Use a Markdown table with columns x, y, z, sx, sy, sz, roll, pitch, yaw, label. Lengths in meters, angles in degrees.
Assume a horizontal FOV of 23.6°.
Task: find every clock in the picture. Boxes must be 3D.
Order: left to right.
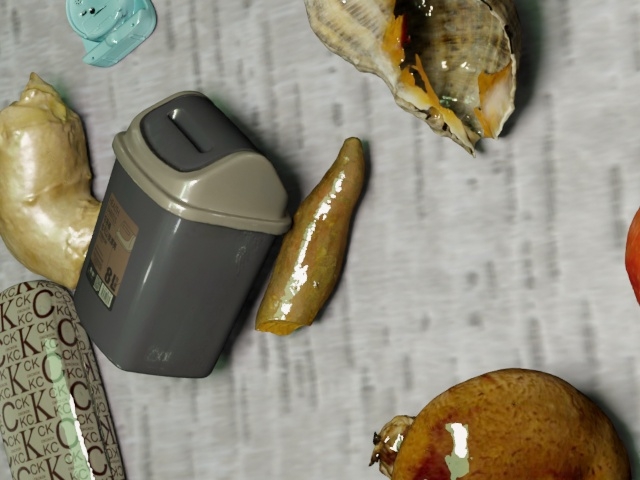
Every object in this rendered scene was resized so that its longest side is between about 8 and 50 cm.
| x | y | z | sx | sy | sz | roll | pitch | yaw | label |
| --- | --- | --- | --- | --- | --- | --- | --- | --- | --- |
| -0.272 | -0.297 | 1.895 | 0.108 | 0.045 | 0.147 | -35 | 71 | 25 | clock |

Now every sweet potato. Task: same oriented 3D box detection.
| x | y | z | sx | sy | sz | roll | pitch | yaw | label |
| --- | --- | --- | --- | --- | --- | --- | --- | --- | --- |
| 0.000 | 0.000 | 1.713 | 0.077 | 0.077 | 0.244 | 27 | 94 | 29 | sweet potato |

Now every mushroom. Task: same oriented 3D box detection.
| x | y | z | sx | sy | sz | roll | pitch | yaw | label |
| --- | --- | --- | --- | --- | --- | --- | --- | --- | --- |
| 0.183 | 0.241 | 1.533 | 0.267 | 0.267 | 0.254 | -36 | 38 | 26 | mushroom |

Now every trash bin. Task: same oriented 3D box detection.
| x | y | z | sx | sy | sz | roll | pitch | yaw | label |
| --- | --- | --- | --- | --- | --- | --- | --- | --- | --- |
| -0.159 | -0.006 | 1.731 | 0.209 | 0.182 | 0.290 | 46 | 120 | 48 | trash bin |

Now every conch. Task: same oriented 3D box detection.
| x | y | z | sx | sy | sz | roll | pitch | yaw | label |
| --- | --- | --- | --- | --- | --- | --- | --- | --- | --- |
| 0.112 | -0.238 | 1.602 | 0.210 | 0.159 | 0.291 | -27 | 115 | 36 | conch |

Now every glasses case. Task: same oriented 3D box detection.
| x | y | z | sx | sy | sz | roll | pitch | yaw | label |
| --- | --- | --- | --- | --- | --- | --- | --- | --- | --- |
| -0.330 | 0.223 | 1.896 | 0.137 | 0.085 | 0.355 | -23 | 78 | 30 | glasses case |

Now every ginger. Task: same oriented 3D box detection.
| x | y | z | sx | sy | sz | roll | pitch | yaw | label |
| --- | --- | --- | --- | --- | --- | --- | --- | --- | --- |
| -0.339 | -0.069 | 1.882 | 0.152 | 0.138 | 0.267 | -20 | 91 | 16 | ginger |

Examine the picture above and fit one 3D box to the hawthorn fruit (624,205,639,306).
| x | y | z | sx | sy | sz | roll | pitch | yaw | label |
| --- | --- | --- | --- | --- | --- | --- | --- | --- | --- |
| 0.377 | 0.024 | 1.412 | 0.205 | 0.205 | 0.253 | 49 | 118 | 22 | hawthorn fruit |
